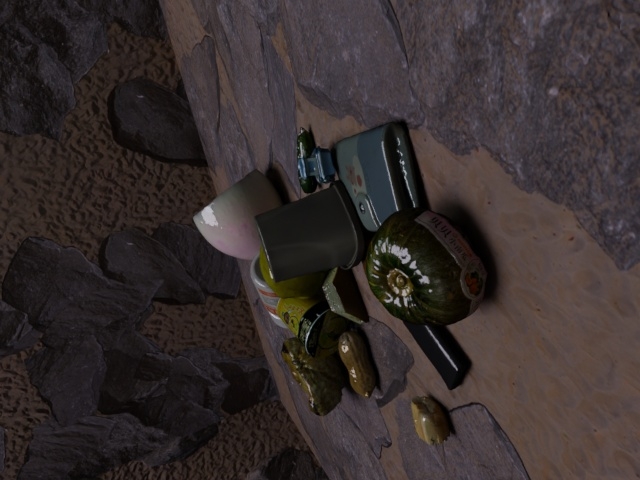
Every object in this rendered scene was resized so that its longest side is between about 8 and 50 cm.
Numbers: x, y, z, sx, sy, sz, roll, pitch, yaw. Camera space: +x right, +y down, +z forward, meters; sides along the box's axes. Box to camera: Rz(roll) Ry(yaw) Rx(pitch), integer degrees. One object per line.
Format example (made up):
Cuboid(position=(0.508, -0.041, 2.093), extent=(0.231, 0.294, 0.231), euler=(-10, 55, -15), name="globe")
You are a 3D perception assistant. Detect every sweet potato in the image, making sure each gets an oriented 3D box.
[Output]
Cuboid(position=(0.139, 0.048, 1.543), extent=(0.075, 0.075, 0.273), euler=(99, 152, -58), name="sweet potato")

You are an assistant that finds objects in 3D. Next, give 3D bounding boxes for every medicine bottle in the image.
Cuboid(position=(-0.151, 0.198, 2.280), extent=(0.211, 0.211, 0.371), euler=(57, 168, 34), name="medicine bottle")

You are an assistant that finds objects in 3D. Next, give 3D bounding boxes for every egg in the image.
Cuboid(position=(-0.295, -0.070, 2.285), extent=(0.339, 0.354, 0.354), euler=(52, 165, -9), name="egg")

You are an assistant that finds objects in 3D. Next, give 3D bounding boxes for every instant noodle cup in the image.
Cuboid(position=(-0.033, 0.278, 2.005), extent=(0.236, 0.216, 0.215), euler=(34, 143, 42), name="instant noodle cup")

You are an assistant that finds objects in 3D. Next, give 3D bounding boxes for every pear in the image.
Cuboid(position=(-0.085, 0.052, 1.923), extent=(0.253, 0.253, 0.306), euler=(157, 120, -73), name="pear")

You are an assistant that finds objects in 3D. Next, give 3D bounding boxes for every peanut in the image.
Cuboid(position=(0.134, 0.438, 1.956), extent=(0.117, 0.101, 0.263), euler=(-67, -43, -79), name="peanut")

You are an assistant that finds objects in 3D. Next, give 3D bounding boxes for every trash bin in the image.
Cuboid(position=(-0.036, -0.011, 1.511), extent=(0.219, 0.250, 0.219), euler=(87, 163, -62), name="trash bin")

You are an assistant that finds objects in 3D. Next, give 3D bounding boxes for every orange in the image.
Cuboid(position=(-0.016, 0.561, 2.350), extent=(0.368, 0.211, 0.270), euler=(50, 156, 42), name="orange")

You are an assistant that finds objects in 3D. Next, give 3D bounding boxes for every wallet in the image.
Cuboid(position=(0.125, -0.143, 1.363), extent=(0.360, 0.083, 0.252), euler=(-173, 69, -73), name="wallet")
Cuboid(position=(0.280, 0.250, 1.399), extent=(0.250, 0.044, 0.149), euler=(57, 163, 34), name="wallet")

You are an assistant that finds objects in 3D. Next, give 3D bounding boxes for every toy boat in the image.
Cuboid(position=(-0.013, -0.210, 1.568), extent=(0.238, 0.098, 0.109), euler=(-88, -14, -82), name="toy boat")

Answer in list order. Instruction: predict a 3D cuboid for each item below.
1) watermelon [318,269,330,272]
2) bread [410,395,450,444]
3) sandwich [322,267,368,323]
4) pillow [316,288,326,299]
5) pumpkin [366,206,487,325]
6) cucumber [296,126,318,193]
Cuboid(position=(0.000, 0.000, 1.735), extent=(0.214, 0.188, 0.187), euler=(-61, -36, -59), name="watermelon")
Cuboid(position=(0.306, 0.500, 1.544), extent=(0.125, 0.082, 0.106), euler=(-139, 42, -75), name="bread")
Cuboid(position=(0.077, 0.175, 1.848), extent=(0.094, 0.096, 0.257), euler=(-14, 98, 67), name="sandwich")
Cuboid(position=(-0.017, 0.175, 2.149), extent=(0.144, 0.078, 0.253), euler=(-125, 21, -65), name="pillow")
Cuboid(position=(0.218, 0.053, 1.153), extent=(0.260, 0.189, 0.260), euler=(27, 133, 33), name="pumpkin")
Cuboid(position=(-0.044, -0.254, 1.771), extent=(0.069, 0.069, 0.227), euler=(-136, 34, -54), name="cucumber")
